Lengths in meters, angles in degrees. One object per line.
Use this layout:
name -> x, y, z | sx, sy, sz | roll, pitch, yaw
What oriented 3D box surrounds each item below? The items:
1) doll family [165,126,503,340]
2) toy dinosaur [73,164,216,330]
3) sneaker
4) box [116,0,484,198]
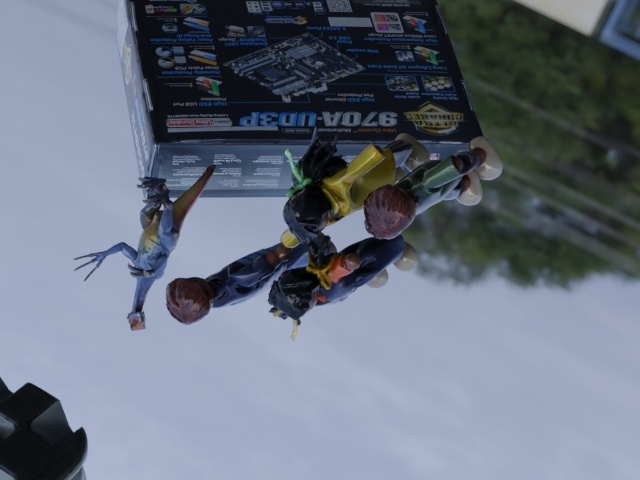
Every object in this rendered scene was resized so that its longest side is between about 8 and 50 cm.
doll family -> 0.000, 0.000, 0.955 | 0.076, 0.193, 0.111 | 48, -142, 11
toy dinosaur -> -0.091, 0.009, 1.070 | 0.090, 0.082, 0.047 | -15, -149, -24
sneaker -> -0.281, 0.129, 1.278 | 0.122, 0.146, 0.330 | -36, -127, -29
box -> -0.017, -0.105, 1.244 | 0.220, 0.051, 0.175 | -1, -134, -14
